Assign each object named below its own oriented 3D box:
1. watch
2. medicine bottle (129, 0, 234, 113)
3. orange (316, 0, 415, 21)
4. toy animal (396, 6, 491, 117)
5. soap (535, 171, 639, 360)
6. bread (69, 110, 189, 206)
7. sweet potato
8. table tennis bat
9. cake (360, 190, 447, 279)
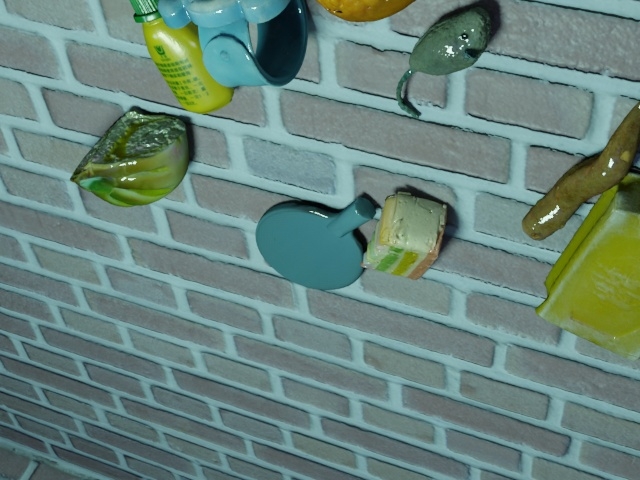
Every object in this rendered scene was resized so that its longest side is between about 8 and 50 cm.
[{"bbox_3d":[-0.096,-0.318,1.389,0.210,0.211,0.193,4,152,30],"label":"watch"},{"bbox_3d":[-0.239,-0.331,1.535,0.111,0.076,0.309,-2,134,32],"label":"medicine bottle"},{"bbox_3d":[0.058,-0.368,1.228,0.193,0.161,0.193,23,136,24],"label":"orange"},{"bbox_3d":[0.156,-0.245,1.391,0.079,0.070,0.253,48,145,0],"label":"toy animal"},{"bbox_3d":[0.477,0.047,1.512,0.199,0.091,0.315,24,144,3],"label":"soap"},{"bbox_3d":[-0.334,-0.130,1.778,0.156,0.158,0.260,38,145,-19],"label":"bread"},{"bbox_3d":[0.390,-0.090,1.421,0.059,0.067,0.281,27,144,-10],"label":"sweet potato"},{"bbox_3d":[0.000,0.000,1.809,0.215,0.044,0.329,37,145,-11],"label":"table tennis bat"},{"bbox_3d":[0.140,0.020,1.688,0.109,0.090,0.225,10,146,-5],"label":"cake"}]
